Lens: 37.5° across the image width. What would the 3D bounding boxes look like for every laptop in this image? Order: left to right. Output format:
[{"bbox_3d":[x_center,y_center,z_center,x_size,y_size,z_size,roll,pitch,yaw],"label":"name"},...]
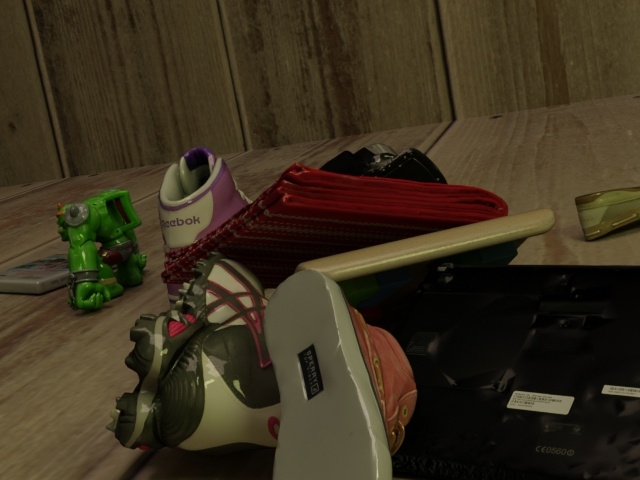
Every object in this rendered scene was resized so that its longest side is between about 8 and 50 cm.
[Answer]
[{"bbox_3d":[0.176,0.087,0.590,0.234,0.136,0.264,-2,39,38],"label":"laptop"}]

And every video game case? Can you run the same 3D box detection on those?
[{"bbox_3d":[-0.363,0.042,1.265,0.157,0.019,0.143,-1,14,40],"label":"video game case"}]

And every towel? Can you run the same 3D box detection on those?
[{"bbox_3d":[0.000,0.000,0.790,0.199,0.031,0.275,5,-17,-27],"label":"towel"}]

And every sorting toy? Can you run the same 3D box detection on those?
[{"bbox_3d":[0.065,0.036,0.746,0.193,0.038,0.208,-13,-13,-13],"label":"sorting toy"}]

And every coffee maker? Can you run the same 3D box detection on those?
[{"bbox_3d":[0.043,-0.042,1.072,0.171,0.120,0.178,-12,11,-9],"label":"coffee maker"}]

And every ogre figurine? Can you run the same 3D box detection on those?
[{"bbox_3d":[-0.252,0.003,1.105,0.097,0.118,0.197,-4,12,28],"label":"ogre figurine"}]

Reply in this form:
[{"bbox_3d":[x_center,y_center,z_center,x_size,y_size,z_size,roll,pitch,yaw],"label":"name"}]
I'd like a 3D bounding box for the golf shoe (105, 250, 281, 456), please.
[{"bbox_3d":[-0.056,0.084,0.658,0.120,0.105,0.273,13,13,1],"label":"golf shoe"}]

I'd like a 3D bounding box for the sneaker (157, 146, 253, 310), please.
[{"bbox_3d":[-0.093,-0.030,1.031,0.102,0.161,0.282,-9,10,14],"label":"sneaker"}]

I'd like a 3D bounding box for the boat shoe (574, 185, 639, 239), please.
[{"bbox_3d":[0.338,-0.033,0.991,0.153,0.048,0.056,-8,-3,-24],"label":"boat shoe"}]

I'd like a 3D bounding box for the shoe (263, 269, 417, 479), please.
[{"bbox_3d":[0.020,0.099,0.487,0.063,0.081,0.178,-33,41,21],"label":"shoe"}]
